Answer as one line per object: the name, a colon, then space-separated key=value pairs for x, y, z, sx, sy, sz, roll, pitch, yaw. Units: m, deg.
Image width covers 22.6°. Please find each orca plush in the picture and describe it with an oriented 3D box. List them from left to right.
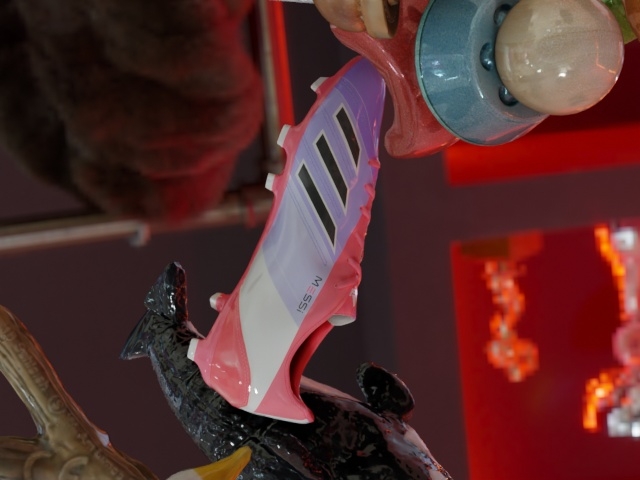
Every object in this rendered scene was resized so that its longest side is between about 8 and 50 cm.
orca plush: x=-0.018 y=0.121 z=1.094 sx=0.151 sy=0.287 sz=0.102 roll=-40 pitch=166 yaw=-5

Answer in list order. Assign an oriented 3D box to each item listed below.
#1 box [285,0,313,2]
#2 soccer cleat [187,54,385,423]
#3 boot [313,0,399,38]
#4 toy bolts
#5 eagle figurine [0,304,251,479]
box: x=0.085 y=-0.217 z=1.063 sx=0.290 sy=0.087 sz=0.169 roll=-13 pitch=-164 yaw=-32
soccer cleat: x=0.000 y=0.000 z=1.064 sx=0.095 sy=0.248 sz=0.083 roll=25 pitch=178 yaw=13
boot: x=-0.078 y=-0.197 z=0.791 sx=0.220 sy=0.283 sz=0.109 roll=-10 pitch=151 yaw=-3
toy bolts: x=0.123 y=-0.150 z=0.803 sx=0.228 sy=0.218 sz=0.158 roll=-41 pitch=-156 yaw=-24
eagle figurine: x=-0.113 y=0.172 z=0.729 sx=0.225 sy=0.226 sz=0.298 roll=-4 pitch=154 yaw=-29
